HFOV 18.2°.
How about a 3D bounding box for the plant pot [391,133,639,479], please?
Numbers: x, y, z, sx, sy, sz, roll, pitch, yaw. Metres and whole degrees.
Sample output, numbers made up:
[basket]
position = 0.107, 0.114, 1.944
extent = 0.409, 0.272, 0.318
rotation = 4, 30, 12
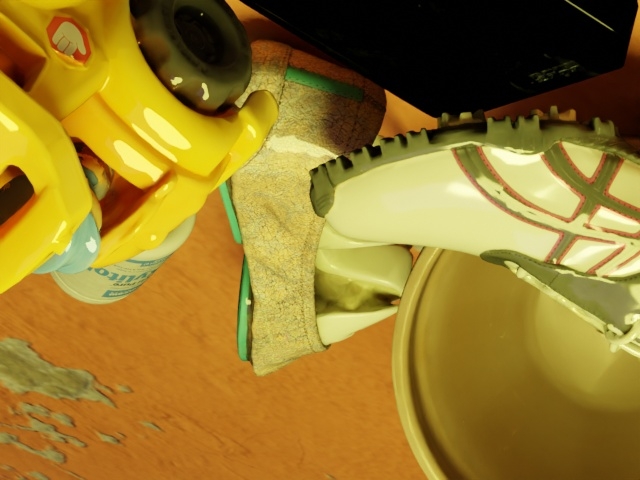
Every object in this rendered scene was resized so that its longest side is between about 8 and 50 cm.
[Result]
[plant pot]
position = 0.161, 0.056, 1.072
extent = 0.237, 0.237, 0.110
rotation = 14, -168, 5

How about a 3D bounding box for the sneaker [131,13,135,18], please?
[sneaker]
position = -0.109, -0.076, 1.029
extent = 0.118, 0.110, 0.292
rotation = 10, 155, 18

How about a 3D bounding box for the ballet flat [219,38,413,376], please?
[ballet flat]
position = 0.000, 0.000, 1.135
extent = 0.106, 0.107, 0.316
rotation = 6, 155, 5

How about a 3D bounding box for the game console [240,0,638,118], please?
[game console]
position = -0.043, -0.163, 0.850
extent = 0.361, 0.044, 0.213
rotation = 30, 166, -15

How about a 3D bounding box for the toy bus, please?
[toy bus]
position = -0.145, -0.048, 0.832
extent = 0.149, 0.211, 0.220
rotation = -34, 114, 32

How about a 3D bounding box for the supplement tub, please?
[supplement tub]
position = -0.124, -0.007, 1.227
extent = 0.071, 0.071, 0.107
rotation = 23, 154, -13

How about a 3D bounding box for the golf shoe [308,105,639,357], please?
[golf shoe]
position = 0.128, -0.002, 0.944
extent = 0.273, 0.120, 0.105
rotation = 0, 176, 6
